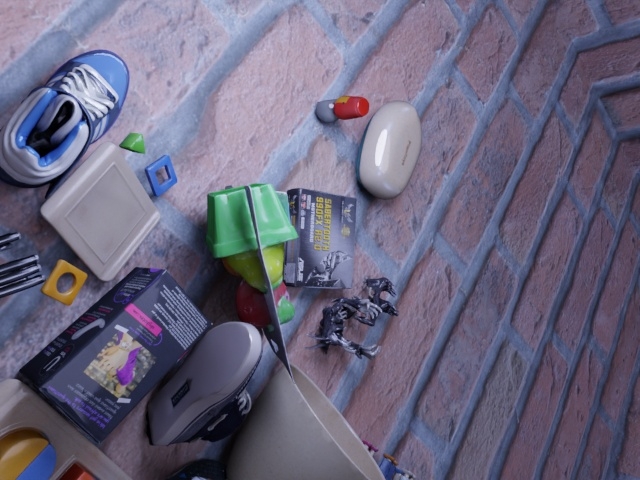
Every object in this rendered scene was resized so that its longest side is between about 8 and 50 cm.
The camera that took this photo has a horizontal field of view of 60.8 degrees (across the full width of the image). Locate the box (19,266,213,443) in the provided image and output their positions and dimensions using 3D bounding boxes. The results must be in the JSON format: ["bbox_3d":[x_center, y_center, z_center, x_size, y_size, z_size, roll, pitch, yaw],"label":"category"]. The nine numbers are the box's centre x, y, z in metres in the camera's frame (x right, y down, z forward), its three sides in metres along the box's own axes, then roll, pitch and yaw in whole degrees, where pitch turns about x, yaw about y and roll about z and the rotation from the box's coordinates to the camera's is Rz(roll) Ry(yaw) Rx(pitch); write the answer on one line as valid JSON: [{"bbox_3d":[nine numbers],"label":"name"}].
[{"bbox_3d":[-0.356,0.188,0.964,0.270,0.165,0.143,-47,116,-29],"label":"box"}]

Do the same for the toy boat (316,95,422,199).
[{"bbox_3d":[0.130,-0.270,1.397,0.318,0.148,0.268,33,74,-41],"label":"toy boat"}]

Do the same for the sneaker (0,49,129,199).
[{"bbox_3d":[-0.397,-0.215,0.895,0.130,0.236,0.323,47,62,-28],"label":"sneaker"}]

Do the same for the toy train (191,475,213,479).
[{"bbox_3d":[-0.284,0.565,0.970,0.334,0.142,0.190,-43,137,-7],"label":"toy train"}]

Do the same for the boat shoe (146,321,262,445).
[{"bbox_3d":[-0.183,0.277,1.040,0.158,0.340,0.127,19,38,-43],"label":"boat shoe"}]

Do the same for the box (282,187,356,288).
[{"bbox_3d":[0.000,0.000,1.325,0.182,0.056,0.231,7,85,-38],"label":"box"}]

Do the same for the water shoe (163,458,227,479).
[{"bbox_3d":[-0.274,0.508,1.099,0.203,0.073,0.080,-4,123,-44],"label":"water shoe"}]

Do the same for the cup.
[{"bbox_3d":[-0.053,0.459,1.140,0.237,0.331,0.331,-41,116,-3],"label":"cup"}]

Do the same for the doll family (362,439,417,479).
[{"bbox_3d":[0.160,0.647,1.398,0.263,0.118,0.163,47,62,-28],"label":"doll family"}]

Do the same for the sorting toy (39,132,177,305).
[{"bbox_3d":[-0.395,-0.049,0.985,0.348,0.047,0.196,-60,147,-30],"label":"sorting toy"}]

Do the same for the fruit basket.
[{"bbox_3d":[-0.113,0.061,1.070,0.165,0.327,0.354,-20,100,-13],"label":"fruit basket"}]

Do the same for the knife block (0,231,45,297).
[{"bbox_3d":[-0.584,0.089,0.833,0.242,0.088,0.276,32,69,-33],"label":"knife block"}]

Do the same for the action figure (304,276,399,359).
[{"bbox_3d":[0.091,0.198,1.336,0.275,0.140,0.164,-32,133,-38],"label":"action figure"}]

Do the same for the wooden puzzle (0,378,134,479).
[{"bbox_3d":[-0.502,0.455,0.882,0.322,0.080,0.348,-49,120,-30],"label":"wooden puzzle"}]
